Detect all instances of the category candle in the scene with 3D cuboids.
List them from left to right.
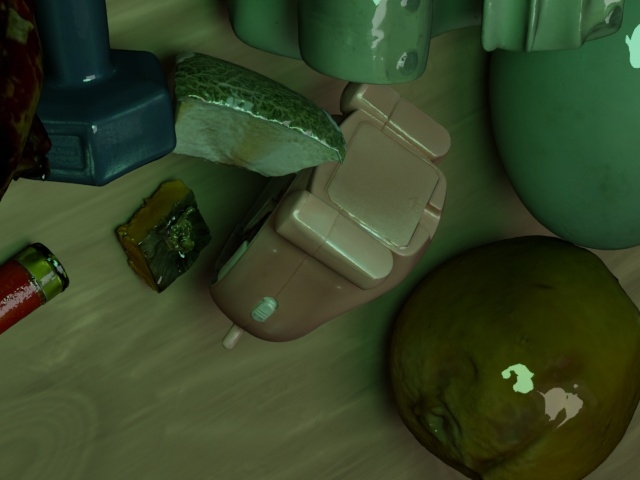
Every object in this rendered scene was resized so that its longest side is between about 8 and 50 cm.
[{"bbox_3d":[-0.282,0.056,1.603,0.131,0.052,0.052,-38,132,-24],"label":"candle"}]

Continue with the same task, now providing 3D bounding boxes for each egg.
[{"bbox_3d":[0.312,-0.177,1.904,0.276,0.276,0.389,-10,114,-42],"label":"egg"}]

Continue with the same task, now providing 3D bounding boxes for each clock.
[{"bbox_3d":[0.000,0.000,1.722,0.142,0.241,0.227,37,46,-10],"label":"clock"}]

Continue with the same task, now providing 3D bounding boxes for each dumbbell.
[{"bbox_3d":[-0.204,-0.205,1.481,0.144,0.156,0.316,-10,120,-8],"label":"dumbbell"}]

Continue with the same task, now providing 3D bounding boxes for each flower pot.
[{"bbox_3d":[0.091,-0.246,1.669,0.368,0.254,0.164,-18,122,-35],"label":"flower pot"}]

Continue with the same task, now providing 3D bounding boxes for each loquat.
[{"bbox_3d":[0.215,0.124,1.963,0.284,0.276,0.276,-38,132,-21],"label":"loquat"}]

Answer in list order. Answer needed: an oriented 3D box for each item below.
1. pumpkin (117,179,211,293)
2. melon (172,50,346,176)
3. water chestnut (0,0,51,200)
[{"bbox_3d":[-0.140,-0.004,1.712,0.083,0.054,0.074,-49,141,-23],"label":"pumpkin"},{"bbox_3d":[-0.081,-0.107,1.592,0.139,0.202,0.093,18,96,-61],"label":"melon"},{"bbox_3d":[-0.322,-0.114,1.340,0.289,0.289,0.244,-55,169,-9],"label":"water chestnut"}]
